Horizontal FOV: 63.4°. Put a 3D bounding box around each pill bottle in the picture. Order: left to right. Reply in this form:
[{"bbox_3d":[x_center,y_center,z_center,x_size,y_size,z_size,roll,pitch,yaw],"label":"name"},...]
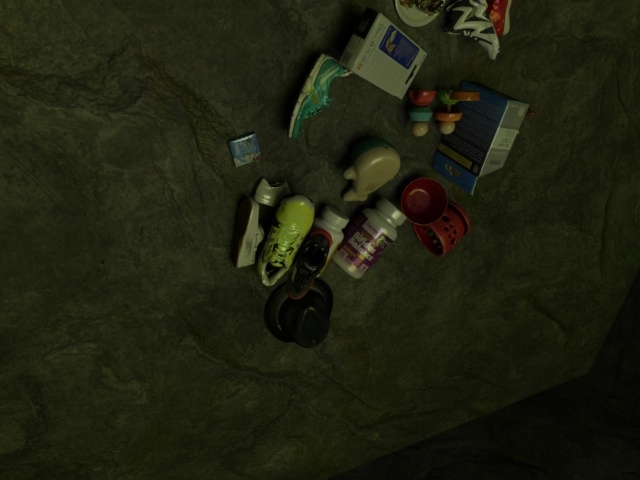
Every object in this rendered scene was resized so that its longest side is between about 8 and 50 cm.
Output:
[{"bbox_3d":[0.000,0.000,1.894,0.136,0.136,0.246,19,110,-38],"label":"pill bottle"},{"bbox_3d":[0.183,-0.015,1.969,0.302,0.169,0.169,-49,131,8],"label":"pill bottle"}]

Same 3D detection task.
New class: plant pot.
[{"bbox_3d":[0.502,-0.055,2.119,0.174,0.191,0.191,-33,132,-15],"label":"plant pot"}]

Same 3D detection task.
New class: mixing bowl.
[{"bbox_3d":[0.393,-0.155,2.022,0.181,0.098,0.182,-1,98,-4],"label":"mixing bowl"}]

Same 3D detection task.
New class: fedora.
[{"bbox_3d":[-0.056,0.312,2.065,0.333,0.152,0.334,-16,128,-21],"label":"fedora"}]

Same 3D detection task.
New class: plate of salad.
[{"bbox_3d":[0.322,-0.771,1.614,0.199,0.048,0.200,-15,126,-21],"label":"plate of salad"}]

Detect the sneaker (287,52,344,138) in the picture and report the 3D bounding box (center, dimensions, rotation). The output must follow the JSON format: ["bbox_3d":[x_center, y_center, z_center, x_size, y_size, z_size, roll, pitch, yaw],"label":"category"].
[{"bbox_3d":[-0.022,-0.430,1.588,0.109,0.107,0.275,26,108,-15],"label":"sneaker"}]

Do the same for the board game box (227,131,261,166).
[{"bbox_3d":[-0.239,-0.287,1.637,0.090,0.020,0.090,-22,130,-14],"label":"board game box"}]

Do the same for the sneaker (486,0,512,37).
[{"bbox_3d":[0.566,-0.767,1.734,0.128,0.087,0.221,-33,130,-8],"label":"sneaker"}]

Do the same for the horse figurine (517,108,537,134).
[{"bbox_3d":[0.729,-0.457,2.055,0.263,0.066,0.174,-41,138,4],"label":"horse figurine"}]

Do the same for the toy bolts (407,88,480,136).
[{"bbox_3d":[0.420,-0.439,1.796,0.228,0.218,0.159,-6,110,-18],"label":"toy bolts"}]

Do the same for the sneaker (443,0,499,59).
[{"bbox_3d":[0.492,-0.691,1.711,0.152,0.094,0.235,-17,121,25],"label":"sneaker"}]

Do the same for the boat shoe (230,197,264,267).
[{"bbox_3d":[-0.239,-0.027,1.769,0.096,0.098,0.277,-4,132,-28],"label":"boat shoe"}]

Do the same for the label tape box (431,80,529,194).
[{"bbox_3d":[0.570,-0.375,1.893,0.115,0.249,0.348,-3,122,-29],"label":"label tape box"}]

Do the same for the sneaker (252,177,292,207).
[{"bbox_3d":[-0.121,-0.153,1.766,0.212,0.080,0.094,15,101,-35],"label":"sneaker"}]

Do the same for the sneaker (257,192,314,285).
[{"bbox_3d":[-0.113,0.006,1.753,0.145,0.147,0.385,12,133,-14],"label":"sneaker"}]

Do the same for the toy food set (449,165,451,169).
[{"bbox_3d":[0.557,-0.326,2.076,0.122,0.019,0.078,-21,130,-26],"label":"toy food set"}]

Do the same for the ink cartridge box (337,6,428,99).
[{"bbox_3d":[0.207,-0.572,1.624,0.370,0.069,0.176,3,122,-56],"label":"ink cartridge box"}]

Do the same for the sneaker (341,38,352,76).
[{"bbox_3d":[0.102,-0.584,1.605,0.170,0.063,0.075,-46,132,-2],"label":"sneaker"}]

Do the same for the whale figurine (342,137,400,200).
[{"bbox_3d":[0.164,-0.252,1.844,0.216,0.141,0.272,-4,147,-28],"label":"whale figurine"}]

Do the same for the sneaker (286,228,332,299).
[{"bbox_3d":[-0.048,0.095,1.783,0.097,0.135,0.276,26,107,-5],"label":"sneaker"}]
